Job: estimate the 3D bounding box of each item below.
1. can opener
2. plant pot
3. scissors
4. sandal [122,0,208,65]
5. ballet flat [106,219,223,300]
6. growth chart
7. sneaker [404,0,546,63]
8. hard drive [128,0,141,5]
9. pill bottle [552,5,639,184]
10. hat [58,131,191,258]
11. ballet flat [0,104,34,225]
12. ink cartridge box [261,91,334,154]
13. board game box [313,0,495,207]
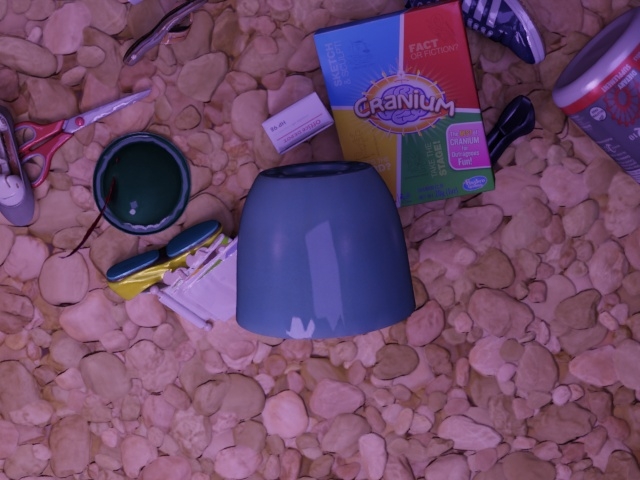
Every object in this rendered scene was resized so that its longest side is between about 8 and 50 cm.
[{"bbox_3d":[0.303,-0.170,1.595,0.073,0.059,0.186,27,109,-31],"label":"can opener"},{"bbox_3d":[0.000,0.000,1.464,0.292,0.293,0.235,-4,103,0],"label":"plant pot"},{"bbox_3d":[-0.436,-0.205,1.590,0.297,0.021,0.109,-38,95,6],"label":"scissors"},{"bbox_3d":[-0.255,-0.348,1.552,0.180,0.072,0.049,-40,113,6],"label":"sandal"},{"bbox_3d":[-0.262,0.040,1.613,0.230,0.077,0.077,-25,119,5],"label":"ballet flat"},{"bbox_3d":[-0.161,0.062,1.599,0.237,0.021,0.172,-34,127,5],"label":"growth chart"},{"bbox_3d":[0.242,-0.380,1.537,0.153,0.099,0.282,-37,93,2],"label":"sneaker"},{"bbox_3d":[-0.211,-0.575,1.505,0.353,0.047,0.233,-29,87,5],"label":"hard drive"},{"bbox_3d":[0.578,-0.190,1.516,0.363,0.210,0.210,41,96,-7],"label":"pill bottle"},{"bbox_3d":[-0.313,-0.073,1.530,0.172,0.183,0.209,10,98,-3],"label":"hat"},{"bbox_3d":[-0.541,-0.124,1.560,0.072,0.068,0.213,-10,99,1],"label":"ballet flat"},{"bbox_3d":[-0.037,-0.195,1.519,0.104,0.180,0.060,-31,98,3],"label":"ink cartridge box"},{"bbox_3d":[0.143,-0.217,1.525,0.242,0.064,0.317,-11,110,13],"label":"board game box"}]
